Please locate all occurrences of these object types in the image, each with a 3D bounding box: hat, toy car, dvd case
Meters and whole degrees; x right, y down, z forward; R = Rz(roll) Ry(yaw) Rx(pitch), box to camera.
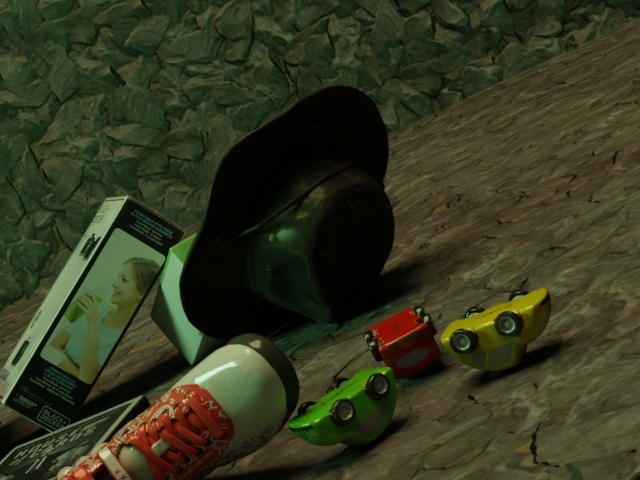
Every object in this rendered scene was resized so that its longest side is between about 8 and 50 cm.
[{"bbox_3d":[0.000,0.000,1.869,0.331,0.331,0.134,-32,53,-32],"label":"hat"},{"bbox_3d":[0.068,0.120,1.426,0.225,0.053,0.239,-33,10,-33],"label":"toy car"},{"bbox_3d":[-0.293,0.247,1.789,0.179,0.029,0.238,-23,10,17],"label":"dvd case"}]

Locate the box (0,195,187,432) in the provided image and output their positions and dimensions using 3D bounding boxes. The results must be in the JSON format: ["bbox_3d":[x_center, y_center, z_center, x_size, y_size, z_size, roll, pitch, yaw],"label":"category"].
[{"bbox_3d":[-0.287,0.088,2.045,0.290,0.087,0.169,-59,14,-7],"label":"box"}]

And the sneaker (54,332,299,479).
[{"bbox_3d":[-0.131,0.182,1.422,0.145,0.090,0.270,-36,-2,-43],"label":"sneaker"}]

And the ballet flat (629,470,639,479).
[{"bbox_3d":[0.071,0.200,0.818,0.280,0.096,0.095,-29,10,-14],"label":"ballet flat"}]

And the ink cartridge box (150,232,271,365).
[{"bbox_3d":[-0.087,0.032,2.035,0.219,0.092,0.160,-31,-20,-30],"label":"ink cartridge box"}]
